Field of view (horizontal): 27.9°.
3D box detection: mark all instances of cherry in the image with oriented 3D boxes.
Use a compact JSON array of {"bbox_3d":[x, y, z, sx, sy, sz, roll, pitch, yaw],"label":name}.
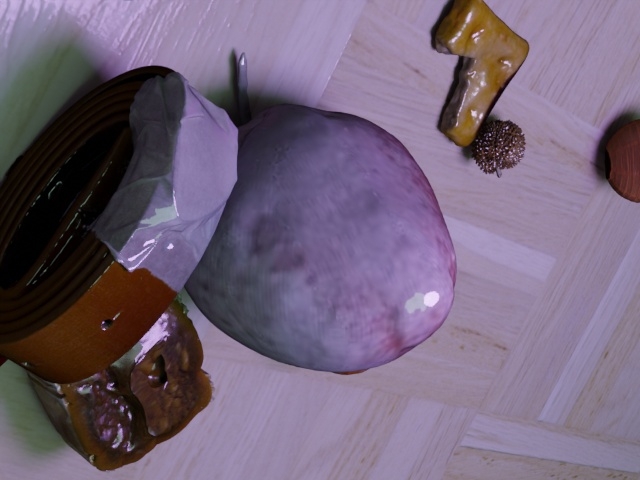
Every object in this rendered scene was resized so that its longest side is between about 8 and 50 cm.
[{"bbox_3d":[-0.011,0.002,1.489,0.326,0.335,0.291,4,131,-20],"label":"cherry"}]

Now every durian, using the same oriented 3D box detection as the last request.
[{"bbox_3d":[0.253,-0.129,1.821,0.080,0.080,0.091,28,51,-49],"label":"durian"}]

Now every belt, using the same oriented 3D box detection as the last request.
[{"bbox_3d":[-0.227,-0.020,1.328,0.339,0.217,0.122,-54,139,-6],"label":"belt"}]

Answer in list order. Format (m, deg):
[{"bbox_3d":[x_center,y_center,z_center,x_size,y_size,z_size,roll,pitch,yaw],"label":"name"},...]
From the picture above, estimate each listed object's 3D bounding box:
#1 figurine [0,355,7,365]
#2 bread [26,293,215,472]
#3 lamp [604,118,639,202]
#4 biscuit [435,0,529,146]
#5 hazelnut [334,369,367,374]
[{"bbox_3d":[-0.393,0.148,1.368,0.154,0.098,0.082,-45,141,-17],"label":"figurine"},{"bbox_3d":[-0.231,0.159,1.520,0.192,0.110,0.210,-34,134,-26],"label":"bread"},{"bbox_3d":[0.515,-0.125,2.037,0.136,0.136,0.136,-23,129,-32],"label":"lamp"},{"bbox_3d":[0.199,-0.233,1.740,0.174,0.039,0.183,-54,139,0],"label":"biscuit"},{"bbox_3d":[0.040,0.108,1.731,0.150,0.150,0.150,-23,129,-32],"label":"hazelnut"}]
